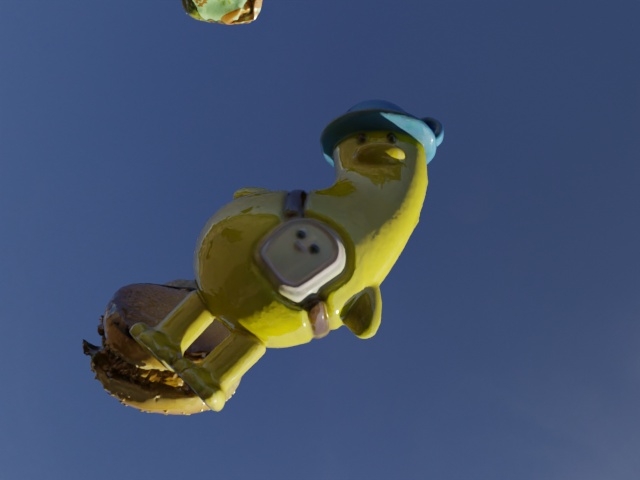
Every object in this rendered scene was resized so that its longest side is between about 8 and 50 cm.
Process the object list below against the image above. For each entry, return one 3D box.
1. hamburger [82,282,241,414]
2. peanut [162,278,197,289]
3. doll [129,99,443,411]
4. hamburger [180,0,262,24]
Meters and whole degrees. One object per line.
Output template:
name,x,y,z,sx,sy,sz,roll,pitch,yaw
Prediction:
hamburger,-0.179,0.130,0.839,0.182,0.191,0.117,23,-69,6
peanut,-0.315,0.171,1.422,0.149,0.313,0.149,5,-65,11
doll,0.000,0.000,0.643,0.199,0.363,0.145,38,-22,19
hamburger,-0.215,-0.517,1.351,0.235,0.214,0.125,-3,-52,-3
